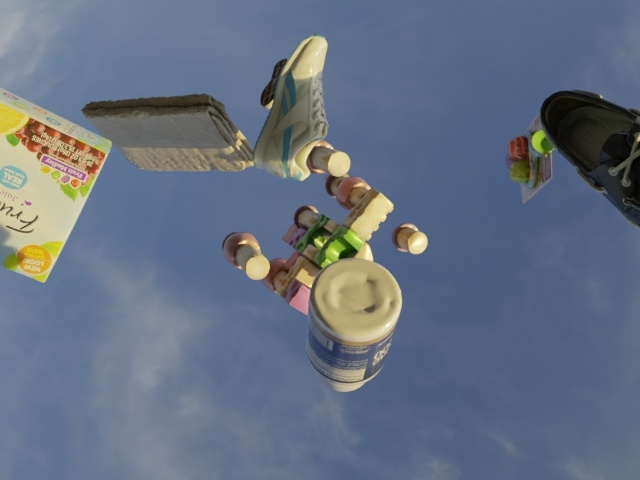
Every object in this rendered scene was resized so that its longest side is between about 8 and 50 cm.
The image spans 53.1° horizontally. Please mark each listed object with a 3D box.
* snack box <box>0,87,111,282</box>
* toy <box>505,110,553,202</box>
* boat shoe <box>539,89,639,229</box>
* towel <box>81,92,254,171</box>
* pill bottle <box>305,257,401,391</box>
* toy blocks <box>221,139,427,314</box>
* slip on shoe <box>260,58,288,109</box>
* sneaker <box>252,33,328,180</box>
[{"bbox_3d":[-0.364,-0.074,0.705,0.174,0.207,0.070,-58,-160,13],"label":"snack box"},{"bbox_3d":[0.388,-0.159,1.224,0.056,0.237,0.137,-1,-97,2],"label":"toy"},{"bbox_3d":[0.370,-0.098,0.782,0.114,0.091,0.302,-54,-150,13],"label":"boat shoe"},{"bbox_3d":[-0.267,-0.191,1.153,0.282,0.187,0.049,3,-116,22],"label":"towel"},{"bbox_3d":[0.022,0.072,0.497,0.067,0.120,0.067,2,-125,-2],"label":"pill bottle"},{"bbox_3d":[0.000,0.000,1.218,0.288,0.309,0.260,-52,-154,-2],"label":"toy blocks"},{"bbox_3d":[-0.080,-0.301,1.265,0.051,0.041,0.135,-13,-134,29],"label":"slip on shoe"},{"bbox_3d":[-0.027,-0.207,1.012,0.092,0.087,0.229,23,-74,11],"label":"sneaker"}]
